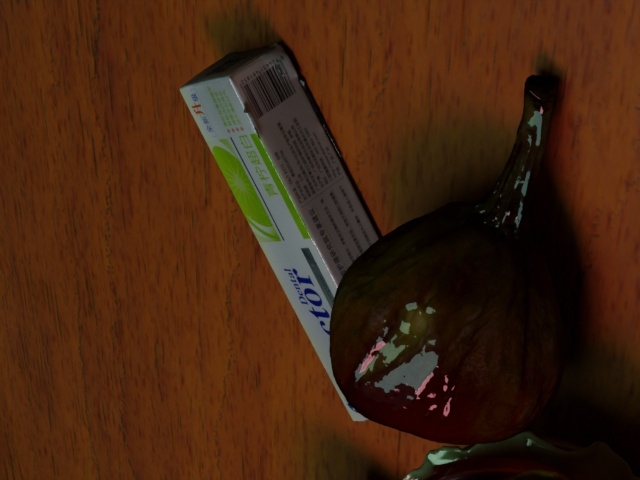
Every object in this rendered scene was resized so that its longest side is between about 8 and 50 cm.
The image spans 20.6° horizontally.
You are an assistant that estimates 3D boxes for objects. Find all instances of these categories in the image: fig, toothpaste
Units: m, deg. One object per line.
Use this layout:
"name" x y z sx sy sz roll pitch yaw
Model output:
"fig" 0.090 0.020 1.304 0.190 0.190 0.290 25 137 33
"toothpaste" 0.000 0.000 1.480 0.081 0.067 0.337 -4 117 54

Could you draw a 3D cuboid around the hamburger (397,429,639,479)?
"hamburger" 0.159 0.279 1.395 0.274 0.212 0.274 4 117 7
